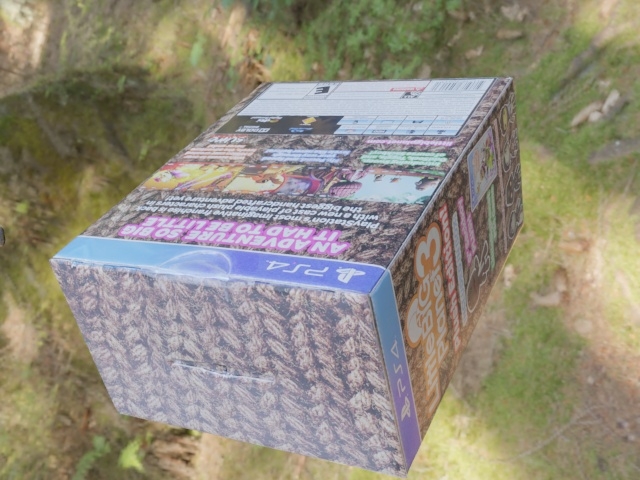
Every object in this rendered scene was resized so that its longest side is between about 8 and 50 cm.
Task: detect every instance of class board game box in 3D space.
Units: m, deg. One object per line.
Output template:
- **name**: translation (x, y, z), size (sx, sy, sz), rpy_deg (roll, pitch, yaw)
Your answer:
- **board game box**: translation (0.000, 0.000, 0.599), size (0.291, 0.232, 0.141), rpy_deg (-51, -43, -46)

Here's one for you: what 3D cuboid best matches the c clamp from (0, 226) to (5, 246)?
- **c clamp**: translation (-0.173, 0.067, 0.257), size (0.022, 0.137, 0.160), rpy_deg (-114, 30, -60)
